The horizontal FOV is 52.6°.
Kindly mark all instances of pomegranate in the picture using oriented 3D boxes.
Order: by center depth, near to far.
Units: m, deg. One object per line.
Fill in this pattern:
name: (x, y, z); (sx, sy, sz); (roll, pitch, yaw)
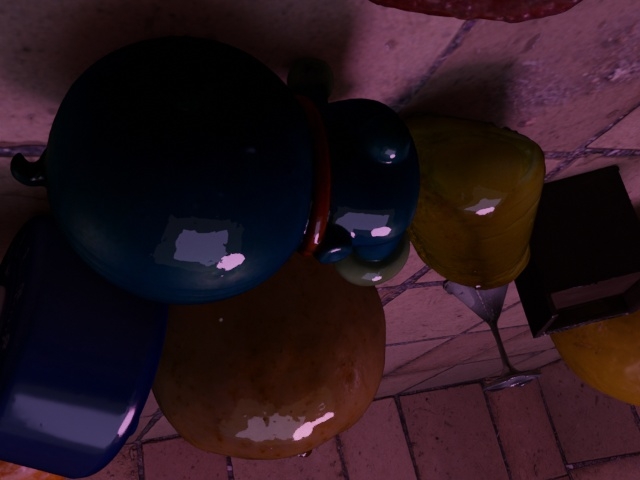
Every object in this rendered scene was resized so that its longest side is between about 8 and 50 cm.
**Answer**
pomegranate: (-0.067, 0.107, 0.771); (0.307, 0.307, 0.307); (-12, 159, -5)

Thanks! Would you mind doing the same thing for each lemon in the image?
lemon: (0.593, 0.141, 1.205); (0.347, 0.348, 0.348); (-12, 159, -5)

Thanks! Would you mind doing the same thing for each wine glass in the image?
wine glass: (0.347, 0.174, 1.285); (0.156, 0.232, 0.156); (-12, 158, -5)

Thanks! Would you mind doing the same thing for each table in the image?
table: (0.385, 0.026, 0.991); (0.169, 0.193, 0.172); (-15, 159, 2)

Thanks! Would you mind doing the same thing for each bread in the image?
bread: (0.174, -0.020, 0.789); (0.166, 0.112, 0.383); (14, 165, 19)

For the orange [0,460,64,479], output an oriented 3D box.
orange: (-0.541, 0.339, 1.149); (0.246, 0.246, 0.246); (-12, 159, -5)

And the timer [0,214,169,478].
timer: (-0.369, 0.068, 0.616); (0.383, 0.270, 0.270); (21, 142, -33)

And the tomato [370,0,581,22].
tomato: (0.060, -0.212, 0.276); (0.233, 0.140, 0.200); (18, 154, 12)

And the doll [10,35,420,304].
doll: (-0.063, -0.055, 0.501); (0.321, 0.199, 0.186); (-6, 157, -21)
